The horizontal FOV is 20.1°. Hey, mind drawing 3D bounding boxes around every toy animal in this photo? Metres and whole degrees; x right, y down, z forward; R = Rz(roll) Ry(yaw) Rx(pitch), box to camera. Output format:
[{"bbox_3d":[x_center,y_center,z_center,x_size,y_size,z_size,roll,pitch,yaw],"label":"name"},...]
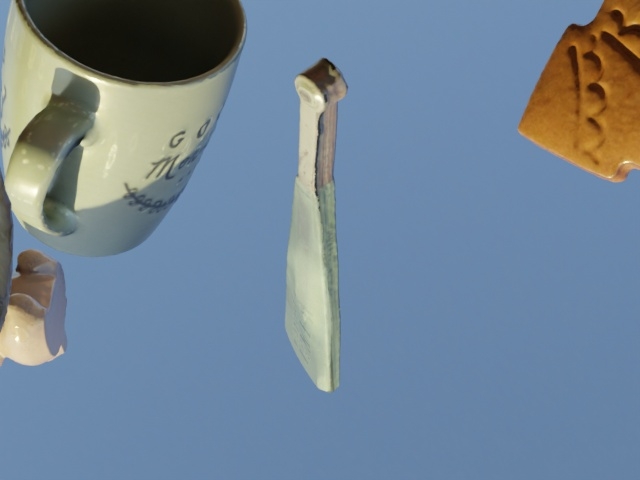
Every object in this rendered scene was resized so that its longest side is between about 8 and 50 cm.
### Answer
[{"bbox_3d":[-0.346,0.073,1.701,0.212,0.124,0.124,-3,-125,10],"label":"toy animal"}]

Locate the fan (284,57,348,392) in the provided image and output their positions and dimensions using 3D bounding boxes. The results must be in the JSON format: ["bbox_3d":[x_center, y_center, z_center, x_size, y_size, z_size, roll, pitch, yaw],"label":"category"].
[{"bbox_3d":[0.000,0.000,0.985,0.023,0.282,0.057,-23,-119,-16],"label":"fan"}]

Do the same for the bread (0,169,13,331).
[{"bbox_3d":[-0.245,-0.009,0.724,0.145,0.268,0.268,-25,-133,34],"label":"bread"}]

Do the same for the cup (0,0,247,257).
[{"bbox_3d":[-0.190,-0.087,1.466,0.186,0.234,0.258,26,-138,5],"label":"cup"}]

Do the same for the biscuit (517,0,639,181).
[{"bbox_3d":[0.323,-0.155,1.683,0.306,0.043,0.284,-22,-112,22],"label":"biscuit"}]
